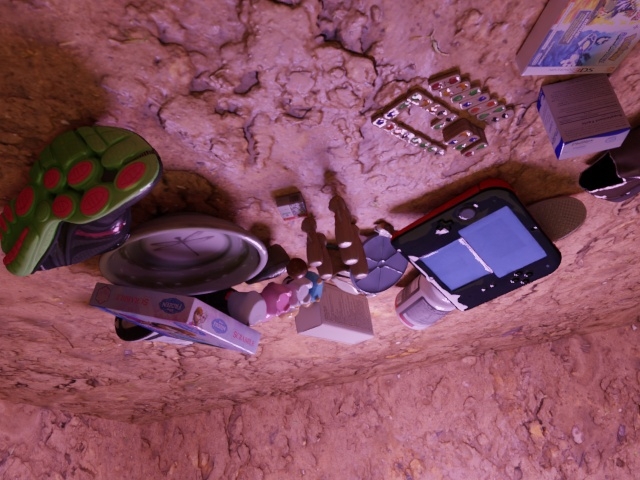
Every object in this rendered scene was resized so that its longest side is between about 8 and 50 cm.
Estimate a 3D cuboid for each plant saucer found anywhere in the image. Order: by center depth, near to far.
[{"bbox_3d":[-0.333,0.022,1.412,0.400,0.101,0.400,-7,154,-3],"label":"plant saucer"}]

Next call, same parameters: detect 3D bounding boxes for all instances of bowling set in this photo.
[{"bbox_3d":[0.000,0.000,1.419,0.199,0.154,0.287,-12,154,6],"label":"bowling set"}]

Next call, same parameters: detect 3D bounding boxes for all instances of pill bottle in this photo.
[{"bbox_3d":[0.380,0.182,1.924,0.161,0.161,0.283,1,153,-22],"label":"pill bottle"}]

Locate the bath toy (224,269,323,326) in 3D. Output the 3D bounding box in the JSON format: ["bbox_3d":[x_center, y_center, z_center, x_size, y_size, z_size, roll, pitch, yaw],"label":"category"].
[{"bbox_3d":[-0.142,0.173,1.668,0.129,0.152,0.348,22,-162,32],"label":"bath toy"}]

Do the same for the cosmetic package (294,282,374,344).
[{"bbox_3d":[0.047,0.253,1.961,0.113,0.160,0.309,-26,149,31],"label":"cosmetic package"}]

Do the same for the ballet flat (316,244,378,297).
[{"bbox_3d":[0.119,0.104,1.712,0.342,0.124,0.116,15,150,-42],"label":"ballet flat"}]

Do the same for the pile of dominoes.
[{"bbox_3d":[0.255,-0.235,1.151,0.251,0.040,0.196,15,146,-42],"label":"pile of dominoes"}]

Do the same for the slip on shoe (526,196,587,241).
[{"bbox_3d":[0.583,-0.036,1.628,0.331,0.123,0.101,-26,-175,19],"label":"slip on shoe"}]

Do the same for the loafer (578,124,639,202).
[{"bbox_3d":[0.727,-0.189,1.301,0.130,0.134,0.366,-3,154,-14],"label":"loafer"}]

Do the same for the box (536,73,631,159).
[{"bbox_3d":[0.506,-0.241,1.111,0.126,0.137,0.072,-12,155,6],"label":"box"}]

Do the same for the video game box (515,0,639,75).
[{"bbox_3d":[0.456,-0.361,0.951,0.187,0.048,0.205,-7,155,-11],"label":"video game box"}]

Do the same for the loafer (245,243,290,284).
[{"bbox_3d":[-0.150,0.063,1.595,0.094,0.087,0.251,-14,174,-32],"label":"loafer"}]

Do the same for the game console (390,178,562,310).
[{"bbox_3d":[0.430,0.028,1.551,0.342,0.060,0.386,-33,124,24],"label":"game console"}]

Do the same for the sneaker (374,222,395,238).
[{"bbox_3d":[0.177,-0.026,1.579,0.037,0.032,0.083,-16,147,32],"label":"sneaker"}]

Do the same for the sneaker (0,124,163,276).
[{"bbox_3d":[-0.456,-0.077,1.126,0.482,0.185,0.202,-25,169,36],"label":"sneaker"}]

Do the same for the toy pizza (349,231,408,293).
[{"bbox_3d":[0.168,0.062,1.649,0.201,0.032,0.201,-12,119,-23],"label":"toy pizza"}]

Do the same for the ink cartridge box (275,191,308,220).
[{"bbox_3d":[-0.065,-0.073,1.389,0.062,0.029,0.115,-12,154,4],"label":"ink cartridge box"}]

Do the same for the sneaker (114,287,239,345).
[{"bbox_3d":[-0.394,0.237,1.817,0.447,0.169,0.257,-10,165,19],"label":"sneaker"}]

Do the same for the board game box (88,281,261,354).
[{"bbox_3d":[-0.367,0.205,1.482,0.317,0.066,0.318,5,159,28],"label":"board game box"}]
